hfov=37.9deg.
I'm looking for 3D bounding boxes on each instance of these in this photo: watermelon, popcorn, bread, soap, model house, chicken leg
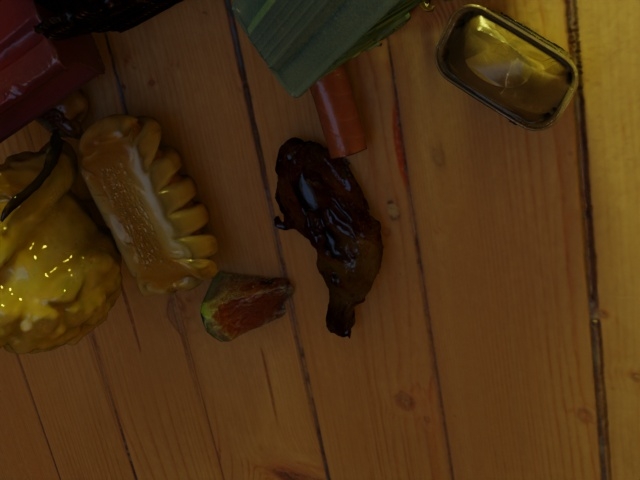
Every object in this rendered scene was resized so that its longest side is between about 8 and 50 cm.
[{"bbox_3d":[-0.123,0.103,1.569,0.158,0.121,0.098,-26,122,-5],"label":"watermelon"},{"bbox_3d":[-0.484,-0.002,1.556,0.349,0.349,0.382,32,122,15],"label":"popcorn"},{"bbox_3d":[-0.273,-0.062,1.522,0.172,0.121,0.311,-11,108,33],"label":"bread"},{"bbox_3d":[-0.546,-0.284,1.490,0.359,0.128,0.233,-28,82,23],"label":"soap"},{"bbox_3d":[-0.294,-0.429,1.298,0.317,0.297,0.282,-19,142,40],"label":"model house"},{"bbox_3d":[0.010,0.000,1.411,0.177,0.083,0.323,-20,101,47],"label":"chicken leg"}]

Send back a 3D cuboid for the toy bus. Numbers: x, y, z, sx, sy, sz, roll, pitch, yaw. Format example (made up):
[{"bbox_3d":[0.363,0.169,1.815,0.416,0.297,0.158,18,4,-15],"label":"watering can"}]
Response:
[{"bbox_3d":[0.040,-0.313,1.093,0.152,0.190,0.312,56,153,-2],"label":"toy bus"}]

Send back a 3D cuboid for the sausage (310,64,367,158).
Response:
[{"bbox_3d":[0.017,-0.202,1.304,0.065,0.065,0.169,-6,110,35],"label":"sausage"}]

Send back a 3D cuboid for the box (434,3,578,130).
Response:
[{"bbox_3d":[0.228,-0.212,1.133,0.177,0.111,0.111,35,128,13],"label":"box"}]

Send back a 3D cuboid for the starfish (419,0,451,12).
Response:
[{"bbox_3d":[0.131,-0.335,1.178,0.078,0.028,0.091,-2,110,31],"label":"starfish"}]

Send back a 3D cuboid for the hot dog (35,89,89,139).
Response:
[{"bbox_3d":[-0.486,-0.264,1.581,0.249,0.076,0.102,44,126,6],"label":"hot dog"}]
